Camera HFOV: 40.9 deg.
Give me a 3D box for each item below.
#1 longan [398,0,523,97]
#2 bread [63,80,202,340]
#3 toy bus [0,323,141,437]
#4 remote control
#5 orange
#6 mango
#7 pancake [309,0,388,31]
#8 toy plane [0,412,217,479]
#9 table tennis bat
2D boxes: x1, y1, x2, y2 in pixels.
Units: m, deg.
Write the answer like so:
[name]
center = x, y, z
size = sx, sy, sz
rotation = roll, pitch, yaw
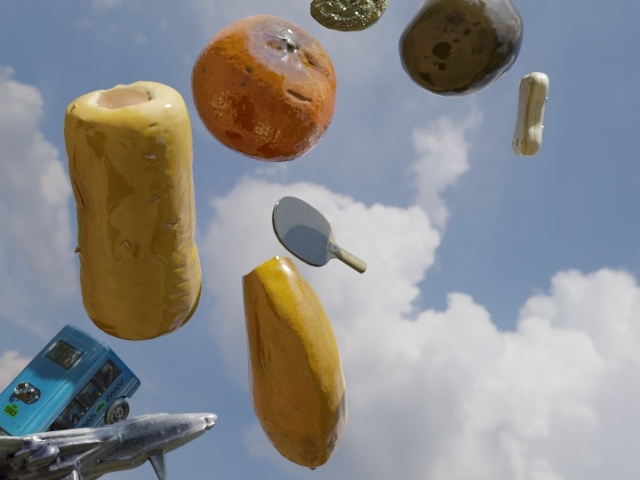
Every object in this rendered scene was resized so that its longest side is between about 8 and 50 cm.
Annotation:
[longan]
center = 0.267, -0.390, 1.652
size = 0.246, 0.246, 0.215
rotation = 26, -35, 37
[bread]
center = -0.206, -0.022, 0.960
size = 0.091, 0.141, 0.305
rotation = -124, -151, -53
[toy bus]
center = -0.373, 0.243, 1.172
size = 0.113, 0.246, 0.134
rotation = 21, -31, 34
[remote control]
center = 0.310, -0.184, 1.263
size = 0.074, 0.032, 0.122
rotation = -108, -157, -84
[orange]
center = -0.075, -0.220, 1.235
size = 0.224, 0.224, 0.170
rotation = 47, -44, 14
[mango]
center = -0.042, 0.192, 1.301
size = 0.187, 0.144, 0.359
rotation = 38, -38, 55
[pancake]
center = 0.039, -0.297, 1.050
size = 0.108, 0.108, 0.017
rotation = 35, -13, 28
[toy plane]
center = -0.217, 0.201, 0.733
size = 0.212, 0.267, 0.088
rotation = 96, -18, -51
[table tennis bat]
center = 0.000, 0.000, 1.734
size = 0.246, 0.138, 0.022
rotation = 32, -42, -29
